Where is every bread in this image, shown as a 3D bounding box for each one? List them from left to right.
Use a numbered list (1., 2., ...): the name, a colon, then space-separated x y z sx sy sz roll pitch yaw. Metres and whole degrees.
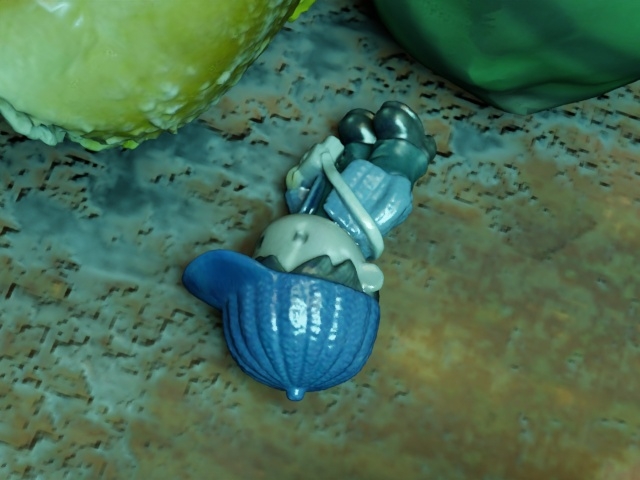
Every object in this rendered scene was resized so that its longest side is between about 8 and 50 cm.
1. bread: -0.077 -0.141 0.504 0.176 0.195 0.246 40 96 -12

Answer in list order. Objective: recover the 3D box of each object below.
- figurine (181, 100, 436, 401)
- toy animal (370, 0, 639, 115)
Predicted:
1. figurine: 0.005 0.006 0.548 0.136 0.077 0.079 -47 116 -35
2. toy animal: 0.140 -0.213 0.579 0.191 0.216 0.338 28 68 -25
